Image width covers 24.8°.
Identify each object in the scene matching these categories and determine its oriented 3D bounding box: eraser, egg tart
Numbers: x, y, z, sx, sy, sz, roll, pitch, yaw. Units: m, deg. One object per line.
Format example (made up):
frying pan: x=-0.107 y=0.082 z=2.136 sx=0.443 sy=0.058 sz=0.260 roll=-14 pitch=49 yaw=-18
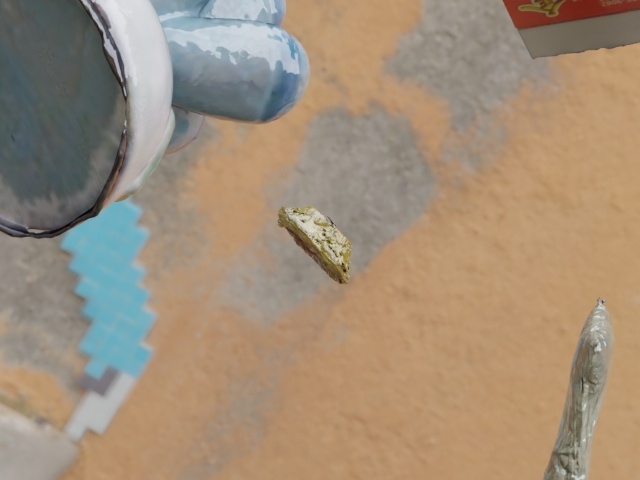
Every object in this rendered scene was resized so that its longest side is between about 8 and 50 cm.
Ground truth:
eraser: x=0.240 y=-0.257 z=1.356 sx=0.157 sy=0.038 sz=0.230 roll=-7 pitch=-31 yaw=22
egg tart: x=0.000 y=0.000 z=1.818 sx=0.130 sy=0.052 sz=0.130 roll=47 pitch=-4 yaw=4

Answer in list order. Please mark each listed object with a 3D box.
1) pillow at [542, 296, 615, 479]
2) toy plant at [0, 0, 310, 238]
pillow: x=0.273 y=0.187 z=1.536 sx=0.050 sy=0.229 sz=0.148 roll=13 pitch=15 yaw=6
toy plant: x=-0.145 y=-0.160 z=1.163 sx=0.247 sy=0.247 sz=0.332 roll=35 pitch=35 yaw=17
